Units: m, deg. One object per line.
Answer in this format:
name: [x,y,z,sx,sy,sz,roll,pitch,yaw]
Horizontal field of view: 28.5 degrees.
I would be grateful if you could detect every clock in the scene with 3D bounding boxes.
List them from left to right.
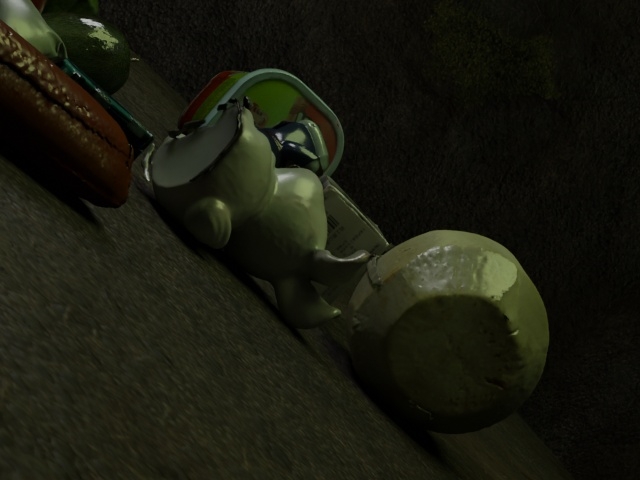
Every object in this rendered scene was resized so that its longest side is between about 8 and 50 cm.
clock: [-0.118,-0.146,2.273,0.243,0.146,0.200,-12,4,-43]

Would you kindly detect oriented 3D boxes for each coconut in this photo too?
coconut: [0.190,0.131,1.897,0.323,0.323,0.323,44,4,-4]

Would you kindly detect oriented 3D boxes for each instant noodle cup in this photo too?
instant noodle cup: [-0.140,-0.210,2.526,0.294,0.294,0.308,43,-4,-23]

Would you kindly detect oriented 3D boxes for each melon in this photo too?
melon: [-0.309,-0.228,1.570,0.167,0.114,0.114,-2,22,-17]

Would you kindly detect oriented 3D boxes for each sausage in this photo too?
sausage: [-0.293,-0.142,1.183,0.330,0.102,0.102,42,4,-40]

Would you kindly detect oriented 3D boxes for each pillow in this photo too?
pillow: [-0.410,-0.278,1.423,0.254,0.078,0.144,47,44,17]

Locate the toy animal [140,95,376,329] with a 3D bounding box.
toy animal: [-0.083,-0.037,1.719,0.310,0.183,0.247,48,6,-36]

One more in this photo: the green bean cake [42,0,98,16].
green bean cake: [-0.504,-0.460,2.183,0.222,0.125,0.248,42,4,-40]

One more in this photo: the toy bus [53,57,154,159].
toy bus: [-0.282,-0.151,1.503,0.092,0.079,0.160,46,2,35]

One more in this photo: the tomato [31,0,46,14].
tomato: [-0.503,-0.462,1.864,0.289,0.176,0.335,45,1,-44]

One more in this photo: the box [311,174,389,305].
box: [0.000,0.001,2.142,0.145,0.173,0.333,44,4,-5]
